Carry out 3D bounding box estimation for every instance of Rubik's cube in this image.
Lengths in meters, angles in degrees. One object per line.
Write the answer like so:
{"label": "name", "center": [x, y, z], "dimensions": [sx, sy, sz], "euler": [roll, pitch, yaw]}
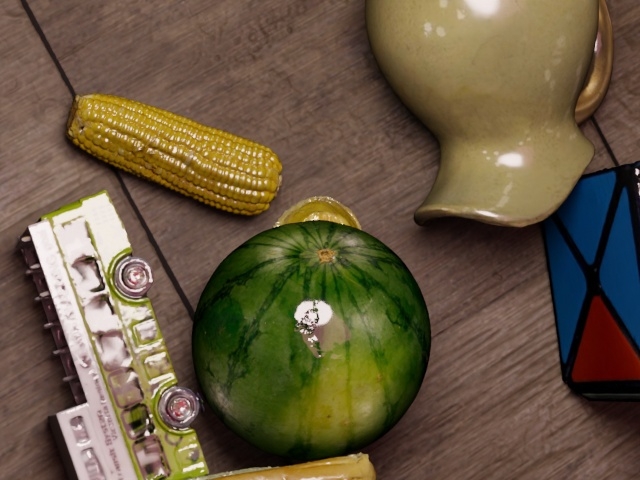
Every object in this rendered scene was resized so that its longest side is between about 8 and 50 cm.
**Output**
{"label": "Rubik's cube", "center": [0.397, 0.031, 1.897], "dimensions": [0.250, 0.246, 0.248], "euler": [-10, 89, -17]}

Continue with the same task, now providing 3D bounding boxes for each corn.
{"label": "corn", "center": [-0.150, -0.089, 1.838], "dimensions": [0.231, 0.080, 0.080], "euler": [19, 80, -14]}

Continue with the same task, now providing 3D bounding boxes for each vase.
{"label": "vase", "center": [0.210, -0.192, 1.898], "dimensions": [0.329, 0.240, 0.302], "euler": [-24, 105, -42]}

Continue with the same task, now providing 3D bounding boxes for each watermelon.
{"label": "watermelon", "center": [-0.010, 0.099, 1.780], "dimensions": [0.242, 0.242, 0.242], "euler": [1, 85, -16]}

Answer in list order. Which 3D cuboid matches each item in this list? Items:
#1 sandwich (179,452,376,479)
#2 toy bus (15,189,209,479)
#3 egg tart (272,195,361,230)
{"label": "sandwich", "center": [-0.085, 0.267, 1.722], "dimensions": [0.251, 0.226, 0.087], "euler": [-7, 79, -20]}
{"label": "toy bus", "center": [-0.217, 0.112, 1.788], "dimensions": [0.139, 0.113, 0.302], "euler": [-18, 88, -17]}
{"label": "egg tart", "center": [0.000, 0.000, 1.894], "dimensions": [0.105, 0.039, 0.105], "euler": [2, 82, -15]}
